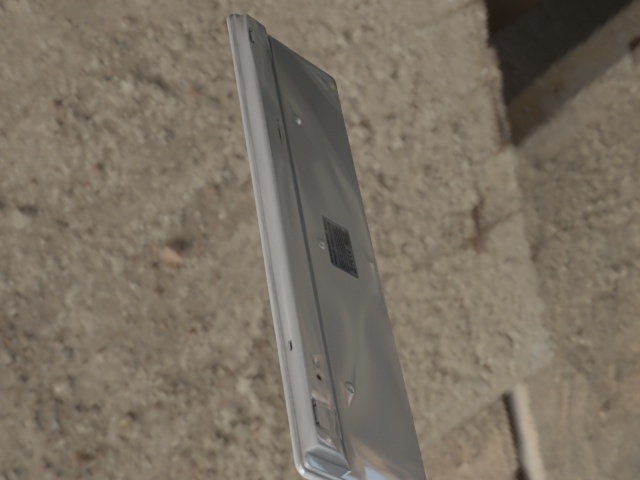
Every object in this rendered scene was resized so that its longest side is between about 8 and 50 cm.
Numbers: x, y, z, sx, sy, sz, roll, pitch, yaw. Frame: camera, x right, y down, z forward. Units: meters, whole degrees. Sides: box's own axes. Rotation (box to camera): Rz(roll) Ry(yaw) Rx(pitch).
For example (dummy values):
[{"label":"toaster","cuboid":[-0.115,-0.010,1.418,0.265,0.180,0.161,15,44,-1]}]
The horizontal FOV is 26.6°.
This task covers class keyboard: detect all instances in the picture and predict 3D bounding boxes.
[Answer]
[{"label":"keyboard","cuboid":[0.000,0.000,0.575,0.014,0.256,0.072,-33,134,24]}]
